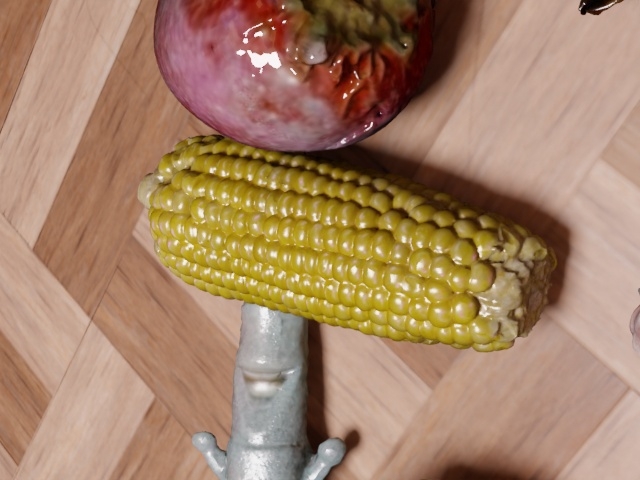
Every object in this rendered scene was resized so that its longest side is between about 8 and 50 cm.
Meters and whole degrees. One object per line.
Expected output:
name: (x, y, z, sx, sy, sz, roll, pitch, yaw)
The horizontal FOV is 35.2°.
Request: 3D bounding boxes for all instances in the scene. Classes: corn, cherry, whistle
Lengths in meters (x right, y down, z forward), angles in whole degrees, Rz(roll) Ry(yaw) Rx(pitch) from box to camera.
corn: (0.000, 0.000, 0.755, 0.347, 0.130, 0.130, 17, 105, 31)
cherry: (-0.031, -0.158, 0.731, 0.250, 0.175, 0.192, 10, 77, 44)
whistle: (-0.044, 0.222, 0.826, 0.142, 0.134, 0.346, 0, 86, 41)

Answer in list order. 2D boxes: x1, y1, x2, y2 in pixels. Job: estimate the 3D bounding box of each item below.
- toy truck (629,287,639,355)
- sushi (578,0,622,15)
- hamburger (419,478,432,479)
toy truck: (0.288, -0.014, 0.528, 0.114, 0.135, 0.270, 50, 121, 21)
sushi: (0.189, -0.276, 0.565, 0.140, 0.149, 0.287, 4, 103, 41)
hamburger: (0.080, 0.288, 0.702, 0.237, 0.147, 0.237, 3, 99, 17)
